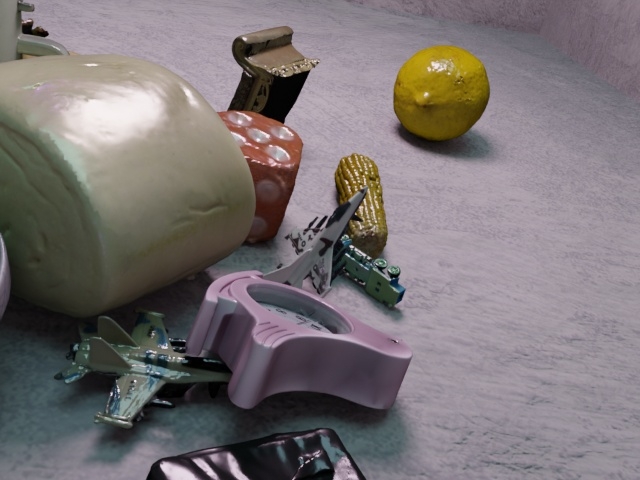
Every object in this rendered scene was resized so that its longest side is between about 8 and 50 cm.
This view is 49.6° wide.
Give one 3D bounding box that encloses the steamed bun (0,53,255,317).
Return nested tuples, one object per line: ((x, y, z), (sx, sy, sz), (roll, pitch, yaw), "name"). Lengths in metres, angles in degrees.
((-0.346, -0.113, 0.994), (0.455, 0.290, 0.371), (27, 26, 24), "steamed bun")

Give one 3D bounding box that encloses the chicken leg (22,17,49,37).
((-0.735, -0.351, 1.398), (0.211, 0.140, 0.361), (-10, 34, 43), "chicken leg")

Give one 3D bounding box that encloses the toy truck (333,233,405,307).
((0.055, 0.054, 1.155), (0.175, 0.067, 0.081), (35, 42, 25), "toy truck")

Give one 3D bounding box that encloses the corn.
((0.079, -0.079, 1.351), (0.097, 0.097, 0.320), (9, 33, -9), "corn")

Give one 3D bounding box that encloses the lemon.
((0.312, -0.380, 1.788), (0.267, 0.267, 0.267), (11, 31, -6), "lemon")

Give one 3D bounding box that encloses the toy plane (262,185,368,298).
((0.006, 0.010, 1.087), (0.082, 0.234, 0.160), (38, 16, -44), "toy plane")

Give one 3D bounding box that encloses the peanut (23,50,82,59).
((-0.455, -0.264, 1.357), (0.387, 0.170, 0.192), (28, 29, 14), "peanut")

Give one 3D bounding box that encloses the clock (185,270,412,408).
((-0.029, 0.136, 0.872), (0.275, 0.080, 0.290), (23, 11, 10), "clock")

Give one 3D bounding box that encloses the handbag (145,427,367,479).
((-0.027, 0.311, 0.678), (0.244, 0.088, 0.275), (-4, 32, -32), "handbag")

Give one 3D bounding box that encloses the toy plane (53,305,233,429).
((-0.184, 0.166, 0.860), (0.262, 0.088, 0.192), (20, 35, -11), "toy plane")

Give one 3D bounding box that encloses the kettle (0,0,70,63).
((-0.584, -0.287, 1.181), (0.265, 0.318, 0.205), (-15, 39, -38), "kettle")

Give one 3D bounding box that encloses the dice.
((-0.136, -0.113, 1.216), (0.179, 0.174, 0.175), (15, 36, -10), "dice")

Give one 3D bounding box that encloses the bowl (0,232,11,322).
((-0.489, 0.080, 0.766), (0.286, 0.144, 0.287), (5, 46, -6), "bowl")

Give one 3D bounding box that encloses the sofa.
((-0.153, -0.333, 1.511), (0.182, 0.258, 0.200), (38, 37, 12), "sofa")
